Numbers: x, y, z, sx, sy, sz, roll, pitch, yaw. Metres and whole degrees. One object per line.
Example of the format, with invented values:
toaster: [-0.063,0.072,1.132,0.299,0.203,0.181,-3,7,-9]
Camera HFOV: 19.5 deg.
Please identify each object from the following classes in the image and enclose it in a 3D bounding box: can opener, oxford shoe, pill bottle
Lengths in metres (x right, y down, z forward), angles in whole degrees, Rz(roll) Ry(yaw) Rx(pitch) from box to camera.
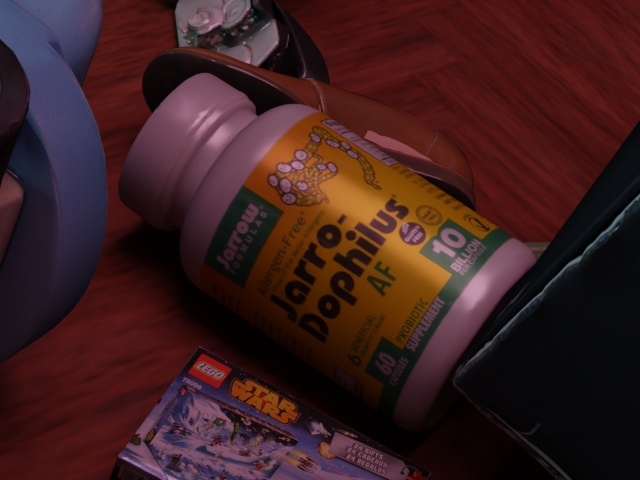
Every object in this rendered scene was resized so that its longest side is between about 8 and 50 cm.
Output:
can opener: [-0.062,-0.178,1.225,0.093,0.074,0.280,39,26,-40]
oxford shoe: [-0.006,-0.065,1.106,0.212,0.076,0.076,25,38,-15]
pill bottle: [0.000,0.000,0.997,0.208,0.117,0.117,34,40,13]

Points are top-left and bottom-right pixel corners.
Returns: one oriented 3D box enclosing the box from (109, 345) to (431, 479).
box: [-0.024,0.118,0.920,0.137,0.027,0.094,28,40,6]

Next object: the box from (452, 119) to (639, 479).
box: [0.399,0.029,0.946,0.472,0.297,0.480,40,41,2]

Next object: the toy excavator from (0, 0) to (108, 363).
toy excavator: [-0.233,-0.136,0.972,0.433,0.222,0.445,37,36,14]

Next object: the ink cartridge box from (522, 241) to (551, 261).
ink cartridge box: [0.190,0.053,1.071,0.109,0.062,0.209,-3,45,-29]
